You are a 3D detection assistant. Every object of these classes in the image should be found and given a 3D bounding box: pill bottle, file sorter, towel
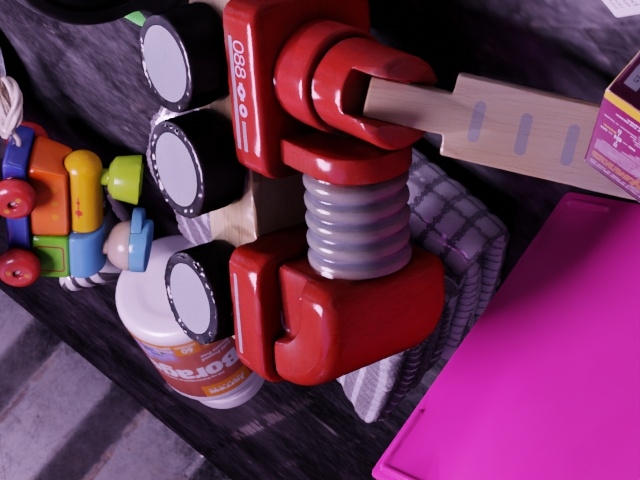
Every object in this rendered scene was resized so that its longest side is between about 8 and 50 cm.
[{"bbox_3d":[-0.124,0.093,1.765,0.121,0.121,0.216,32,164,27],"label":"pill bottle"},{"bbox_3d":[0.215,0.124,0.885,0.182,0.202,0.291,44,165,-29],"label":"file sorter"},{"bbox_3d":[0.000,0.000,1.190,0.235,0.121,0.283,37,165,11],"label":"towel"}]

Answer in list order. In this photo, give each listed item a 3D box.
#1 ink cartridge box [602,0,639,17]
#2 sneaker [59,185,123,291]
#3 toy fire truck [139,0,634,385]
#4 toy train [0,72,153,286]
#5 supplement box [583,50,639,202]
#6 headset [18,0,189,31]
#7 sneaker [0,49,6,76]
[{"bbox_3d":[0.129,-0.133,0.615,0.088,0.052,0.122,45,163,-18],"label":"ink cartridge box"},{"bbox_3d":[-0.226,-0.022,1.791,0.229,0.086,0.132,-15,-91,-82],"label":"sneaker"},{"bbox_3d":[0.039,-0.025,0.904,0.246,0.158,0.217,27,127,49],"label":"toy fire truck"},{"bbox_3d":[-0.228,-0.066,1.582,0.143,0.105,0.248,4,132,-2],"label":"toy train"},{"bbox_3d":[0.156,-0.058,0.768,0.043,0.055,0.083,37,165,14],"label":"supplement box"},{"bbox_3d":[-0.205,-0.202,0.961,0.243,0.185,0.394,34,176,19],"label":"headset"},{"bbox_3d":[-0.373,-0.219,1.548,0.091,0.094,0.258,51,174,47],"label":"sneaker"}]
